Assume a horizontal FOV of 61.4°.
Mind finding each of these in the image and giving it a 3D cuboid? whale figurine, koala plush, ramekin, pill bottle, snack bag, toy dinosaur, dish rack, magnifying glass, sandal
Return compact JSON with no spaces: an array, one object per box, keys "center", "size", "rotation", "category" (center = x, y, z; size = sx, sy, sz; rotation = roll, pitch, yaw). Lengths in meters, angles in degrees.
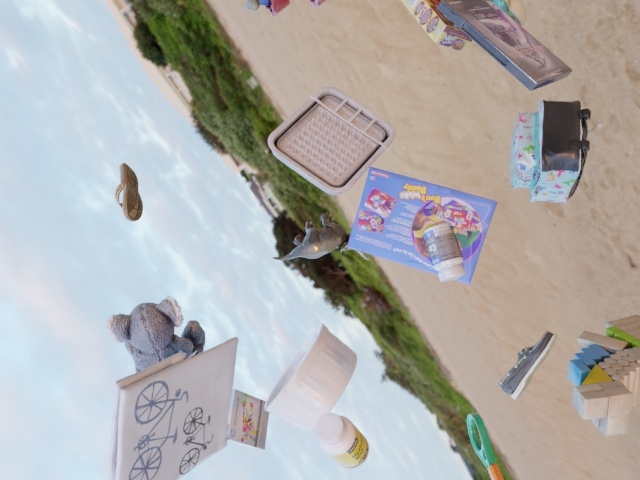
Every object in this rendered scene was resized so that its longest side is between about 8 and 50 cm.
[{"center":[0.430,-0.638,1.480],"size":[0.272,0.141,0.216],"rotation":[27,-167,-26],"category":"whale figurine"},{"center":[-0.382,0.234,1.270],"size":[0.203,0.197,0.221],"rotation":[-114,13,-54],"category":"koala plush"},{"center":[-0.020,0.375,1.460],"size":[0.135,0.277,0.277],"rotation":[36,-176,0],"category":"ramekin"},{"center":[0.315,0.032,1.368],"size":[0.078,0.078,0.137],"rotation":[46,-152,-72],"category":"pill bottle"},{"center":[-0.304,0.381,1.156],"size":[0.037,0.322,0.343],"rotation":[18,-161,29],"category":"snack bag"},{"center":[0.000,0.000,1.713],"size":[0.160,0.314,0.120],"rotation":[-126,29,-61],"category":"toy dinosaur"},{"center":[0.033,-0.292,1.612],"size":[0.286,0.333,0.072],"rotation":[36,150,9],"category":"dish rack"},{"center":[0.385,0.501,1.241],"size":[0.231,0.026,0.092],"rotation":[-105,8,-56],"category":"magnifying glass"},{"center":[-0.467,-0.111,1.293],"size":[0.072,0.049,0.180],"rotation":[61,-174,-55],"category":"sandal"},{"center":[0.034,0.329,0.891],"size":[0.116,0.065,0.065],"rotation":[58,-177,-45],"category":"pill bottle"}]

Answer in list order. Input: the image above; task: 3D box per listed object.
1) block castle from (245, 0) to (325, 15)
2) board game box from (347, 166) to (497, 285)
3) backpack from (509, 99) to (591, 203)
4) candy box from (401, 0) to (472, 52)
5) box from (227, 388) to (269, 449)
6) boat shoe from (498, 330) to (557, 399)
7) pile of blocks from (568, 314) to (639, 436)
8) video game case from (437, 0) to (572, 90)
[{"center":[-0.090,-0.637,1.108],"size":[0.302,0.213,0.453],"rotation":[61,175,-26],"category":"block castle"},{"center":[0.273,-0.044,1.476],"size":[0.348,0.233,0.078],"rotation":[18,-172,11],"category":"board game box"},{"center":[0.600,-0.218,1.422],"size":[0.253,0.191,0.225],"rotation":[49,-134,-57],"category":"backpack"},{"center":[0.293,-0.556,1.352],"size":[0.109,0.053,0.186],"rotation":[2,-132,-36],"category":"candy box"},{"center":[-0.226,0.546,1.641],"size":[0.186,0.038,0.145],"rotation":[42,-135,-46],"category":"box"},{"center":[0.597,0.350,1.558],"size":[0.069,0.227,0.081],"rotation":[36,-165,33],"category":"boat shoe"},{"center":[0.562,0.263,1.044],"size":[0.149,0.362,0.112],"rotation":[15,117,46],"category":"pile of blocks"},{"center":[0.403,-0.436,1.172],"size":[0.274,0.196,0.026],"rotation":[48,137,16],"category":"video game case"}]
